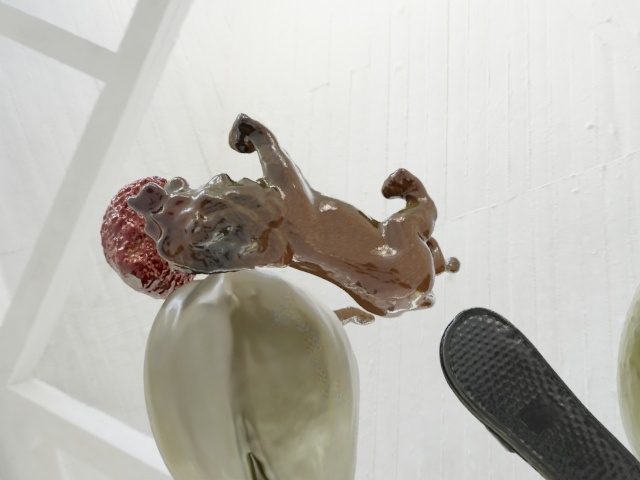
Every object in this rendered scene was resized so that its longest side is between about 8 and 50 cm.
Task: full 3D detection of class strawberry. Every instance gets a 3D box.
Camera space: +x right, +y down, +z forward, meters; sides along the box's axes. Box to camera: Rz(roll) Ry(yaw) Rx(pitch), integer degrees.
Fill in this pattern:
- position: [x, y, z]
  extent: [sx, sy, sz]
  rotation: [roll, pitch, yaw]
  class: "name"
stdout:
- position: [-0.189, 0.005, 0.793]
  extent: [0.131, 0.148, 0.131]
  rotation: [12, -43, 11]
  class: "strawberry"

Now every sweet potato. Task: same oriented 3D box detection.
- position: [-0.016, 0.105, 0.837]
  extent: [0.179, 0.044, 0.044]
  rotation: [-15, -91, -18]
  class: "sweet potato"

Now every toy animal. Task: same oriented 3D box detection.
- position: [0.000, 0.000, 0.597]
  extent: [0.313, 0.157, 0.097]
  rotation: [20, -45, -12]
  class: "toy animal"

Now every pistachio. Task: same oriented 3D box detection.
- position: [-0.057, 0.180, 0.704]
  extent: [0.208, 0.226, 0.331]
  rotation: [-11, -79, -7]
  class: "pistachio"

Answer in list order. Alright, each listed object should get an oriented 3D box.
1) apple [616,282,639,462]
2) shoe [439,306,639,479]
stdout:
- position: [0.378, 0.090, 0.540]
  extent: [0.295, 0.233, 0.257]
  rotation: [-11, -121, 18]
  class: "apple"
- position: [0.135, 0.113, 0.455]
  extent: [0.062, 0.053, 0.159]
  rotation: [-37, -124, -10]
  class: "shoe"
